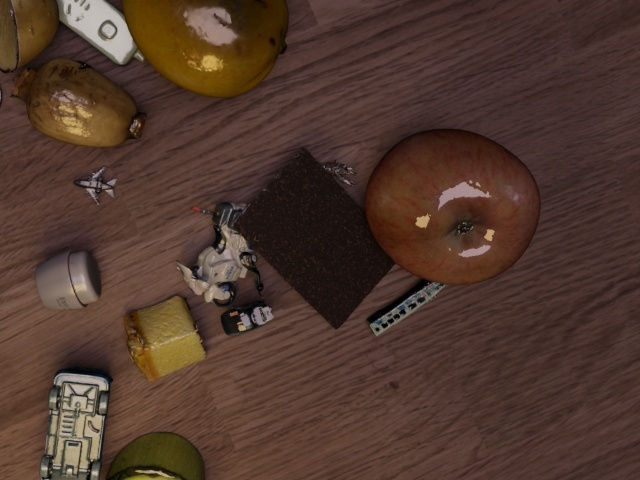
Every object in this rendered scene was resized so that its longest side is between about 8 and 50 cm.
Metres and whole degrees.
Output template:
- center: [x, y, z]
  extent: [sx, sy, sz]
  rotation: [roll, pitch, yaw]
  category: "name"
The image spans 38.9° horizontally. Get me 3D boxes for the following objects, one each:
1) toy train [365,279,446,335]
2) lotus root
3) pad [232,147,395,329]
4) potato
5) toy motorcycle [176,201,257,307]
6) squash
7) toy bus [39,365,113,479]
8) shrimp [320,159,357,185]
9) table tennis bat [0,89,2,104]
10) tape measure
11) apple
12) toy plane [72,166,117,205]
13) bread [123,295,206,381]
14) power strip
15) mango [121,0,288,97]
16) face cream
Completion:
- center: [0.191, 0.127, 1.916]
  extent: [0.207, 0.043, 0.047]
  rotation: [-35, 103, -5]
  category: "toy train"
- center: [-0.458, -0.260, 1.719]
  extent: [0.256, 0.140, 0.155]
  rotation: [16, 100, -17]
  category: "lotus root"
- center: [0.000, 0.000, 1.846]
  extent: [0.220, 0.004, 0.330]
  rotation: [-47, 112, -10]
  category: "pad"
- center: [-0.540, -0.408, 1.661]
  extent: [0.117, 0.182, 0.202]
  rotation: [-21, 136, -33]
  category: "potato"
- center: [-0.206, 0.023, 1.816]
  extent: [0.150, 0.102, 0.221]
  rotation: [16, 96, -32]
  category: "toy motorcycle"
- center: [-0.344, 0.517, 1.852]
  extent: [0.220, 0.133, 0.220]
  rotation: [-2, 112, -6]
  category: "squash"
- center: [-0.478, 0.370, 1.783]
  extent: [0.113, 0.134, 0.247]
  rotation: [7, 96, -8]
  category: "toy bus"
- center: [0.039, -0.144, 1.872]
  extent: [0.092, 0.029, 0.038]
  rotation: [27, 83, -17]
  category: "shrimp"
- center: [-0.667, -0.303, 1.738]
  extent: [0.138, 0.022, 0.247]
  rotation: [37, 90, -11]
  category: "table tennis bat"
- center: [-0.163, 0.104, 1.819]
  extent: [0.107, 0.104, 0.180]
  rotation: [-17, 108, -3]
  category: "tape measure"
- center: [0.265, -0.064, 1.794]
  extent: [0.344, 0.269, 0.345]
  rotation: [-1, 97, -10]
  category: "apple"
- center: [-0.447, -0.110, 1.791]
  extent: [0.083, 0.031, 0.079]
  rotation: [9, 79, -13]
  category: "toy plane"
- center: [-0.315, 0.205, 1.831]
  extent: [0.147, 0.127, 0.152]
  rotation: [-18, 132, -9]
  category: "bread"
- center: [-0.490, -0.468, 1.730]
  extent: [0.385, 0.062, 0.091]
  rotation: [37, 92, -11]
  category: "power strip"
- center: [-0.246, -0.477, 1.693]
  extent: [0.301, 0.220, 0.445]
  rotation: [-38, 90, -12]
  category: "mango"
- center: [-0.488, 0.078, 1.760]
  extent: [0.104, 0.117, 0.117]
  rotation: [-13, 98, -1]
  category: "face cream"
